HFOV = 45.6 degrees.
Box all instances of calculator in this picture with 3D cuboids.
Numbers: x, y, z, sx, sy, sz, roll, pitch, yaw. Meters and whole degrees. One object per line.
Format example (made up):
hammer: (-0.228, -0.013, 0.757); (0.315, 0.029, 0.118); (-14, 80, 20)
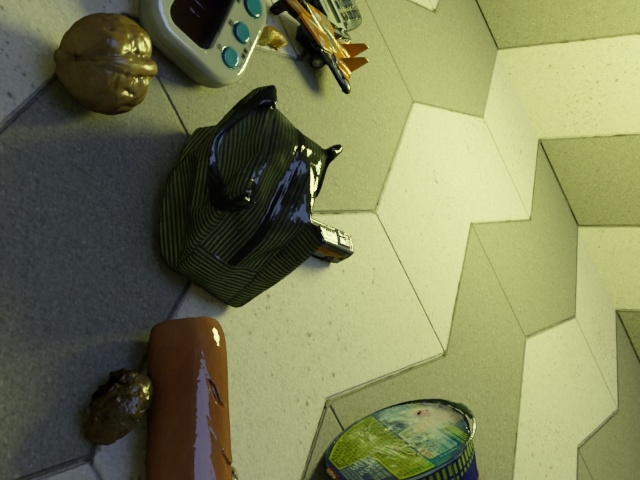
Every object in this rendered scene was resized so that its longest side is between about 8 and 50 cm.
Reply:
calculator: (0.036, -0.623, 1.974); (0.268, 0.040, 0.177); (-37, 103, -56)

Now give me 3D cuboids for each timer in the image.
timer: (-0.219, -0.432, 1.433); (0.237, 0.087, 0.262); (39, 57, -36)

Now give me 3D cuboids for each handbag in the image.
handbag: (-0.113, -0.080, 1.284); (0.247, 0.240, 0.341); (38, 45, -31)

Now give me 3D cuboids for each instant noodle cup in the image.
instant noodle cup: (0.189, 0.494, 1.391); (0.284, 0.284, 0.312); (-38, 113, -56)

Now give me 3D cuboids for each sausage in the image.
sausage: (-0.188, 0.263, 1.087); (0.121, 0.121, 0.304); (23, 53, -47)

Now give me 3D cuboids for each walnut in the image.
walnut: (-0.330, -0.272, 1.172); (0.166, 0.149, 0.167); (10, 90, -76)

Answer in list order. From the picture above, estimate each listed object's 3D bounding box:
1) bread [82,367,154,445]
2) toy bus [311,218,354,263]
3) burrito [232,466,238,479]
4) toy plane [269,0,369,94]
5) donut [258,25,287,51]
bread: (-0.272, 0.218, 1.032); (0.060, 0.082, 0.113); (50, 34, -21)
toy bus: (0.000, 0.000, 1.547); (0.172, 0.072, 0.057); (21, 51, -49)
burrito: (-0.155, 0.412, 1.115); (0.042, 0.051, 0.171); (39, 43, -27)
toy plane: (-0.024, -0.491, 1.770); (0.316, 0.103, 0.204); (31, 46, -34)
donut: (-0.106, -0.441, 1.671); (0.083, 0.038, 0.067); (38, 41, -35)
